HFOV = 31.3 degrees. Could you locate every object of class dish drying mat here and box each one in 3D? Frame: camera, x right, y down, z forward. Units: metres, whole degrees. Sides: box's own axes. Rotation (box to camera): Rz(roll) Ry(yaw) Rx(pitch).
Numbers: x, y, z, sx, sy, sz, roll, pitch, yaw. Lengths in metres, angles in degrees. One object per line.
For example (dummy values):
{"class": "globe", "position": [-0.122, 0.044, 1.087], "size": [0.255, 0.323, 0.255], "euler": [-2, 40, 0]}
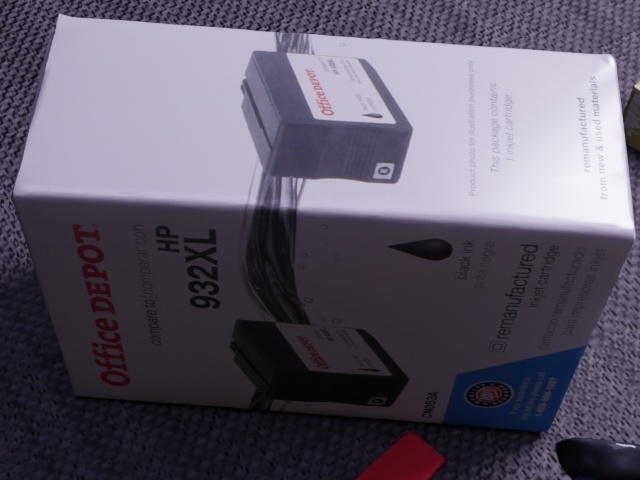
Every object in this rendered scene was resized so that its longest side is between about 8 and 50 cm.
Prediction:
{"class": "dish drying mat", "position": [0.037, 0.152, 0.695], "size": [0.083, 0.008, 0.032], "euler": [-39, 64, -24]}

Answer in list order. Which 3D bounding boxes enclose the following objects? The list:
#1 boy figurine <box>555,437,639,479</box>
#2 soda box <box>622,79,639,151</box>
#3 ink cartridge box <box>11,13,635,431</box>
{"class": "boy figurine", "position": [0.157, 0.241, 0.537], "size": [0.177, 0.092, 0.285], "euler": [7, 77, 0]}
{"class": "soda box", "position": [0.310, -0.063, 0.828], "size": [0.181, 0.058, 0.061], "euler": [38, 62, 21]}
{"class": "ink cartridge box", "position": [0.000, 0.000, 0.668], "size": [0.307, 0.223, 0.129], "euler": [4, 56, 0]}
